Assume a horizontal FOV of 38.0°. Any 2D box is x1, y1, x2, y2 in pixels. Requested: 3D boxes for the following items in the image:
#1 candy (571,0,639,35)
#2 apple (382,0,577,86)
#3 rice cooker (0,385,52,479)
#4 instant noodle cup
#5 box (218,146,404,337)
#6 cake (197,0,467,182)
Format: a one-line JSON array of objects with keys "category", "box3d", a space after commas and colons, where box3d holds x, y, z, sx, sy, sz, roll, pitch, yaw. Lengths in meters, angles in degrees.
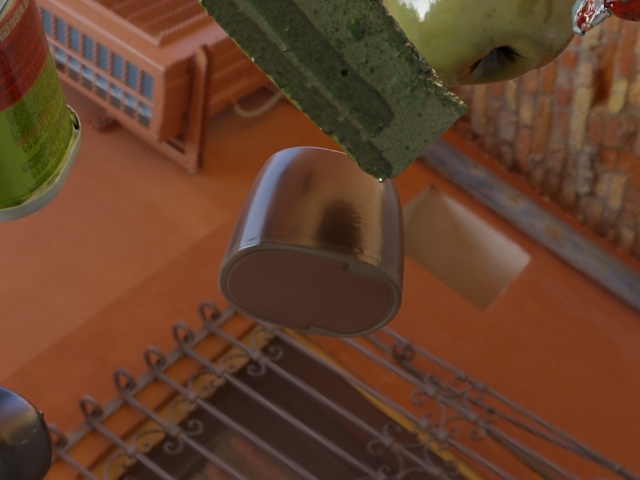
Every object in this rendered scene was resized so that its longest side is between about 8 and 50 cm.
[{"category": "candy", "box3d": [0.370, -0.272, 0.970, 0.292, 0.059, 0.086, 4, 72, 62]}, {"category": "apple", "box3d": [0.215, -0.330, 1.245, 0.262, 0.262, 0.262, -49, -19, -23]}, {"category": "rice cooker", "box3d": [-0.408, 0.237, 1.091, 0.118, 0.203, 0.142, -30, -52, -54]}, {"category": "instant noodle cup", "box3d": [-0.497, -0.225, 1.300, 0.294, 0.294, 0.307, -44, -26, -34]}, {"category": "box", "box3d": [0.000, 0.000, 1.510, 0.301, 0.301, 0.216, 94, -173, -58]}, {"category": "cake", "box3d": [0.013, -0.140, 0.694, 0.100, 0.099, 0.235, -43, -37, 7]}]
